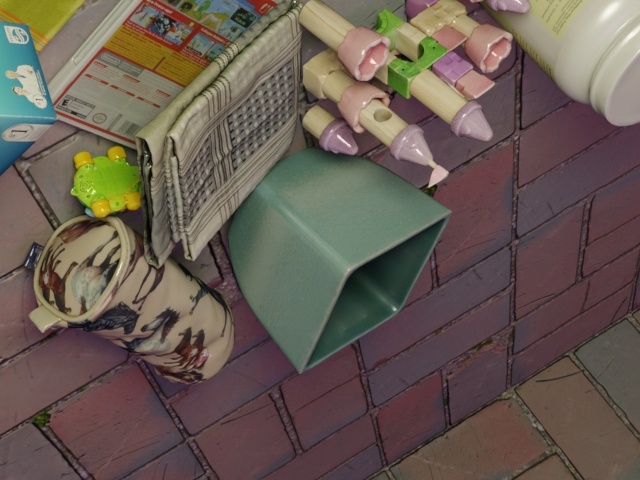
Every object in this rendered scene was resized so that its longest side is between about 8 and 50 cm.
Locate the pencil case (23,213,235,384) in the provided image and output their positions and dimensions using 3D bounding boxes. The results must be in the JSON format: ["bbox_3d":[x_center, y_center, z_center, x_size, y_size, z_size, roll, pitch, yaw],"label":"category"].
[{"bbox_3d":[-0.273,0.102,1.804,0.183,0.160,0.410,-42,151,2],"label":"pencil case"}]

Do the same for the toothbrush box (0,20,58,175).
[{"bbox_3d":[-0.461,-0.129,1.225,0.295,0.126,0.216,-4,157,-46],"label":"toothbrush box"}]

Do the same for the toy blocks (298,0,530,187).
[{"bbox_3d":[0.153,-0.212,1.645,0.288,0.260,0.309,-38,154,-25],"label":"toy blocks"}]

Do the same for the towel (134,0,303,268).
[{"bbox_3d":[-0.124,-0.132,1.598,0.324,0.056,0.312,-48,163,-28],"label":"towel"}]

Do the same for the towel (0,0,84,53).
[{"bbox_3d":[-0.314,-0.269,1.344,0.237,0.021,0.102,-46,155,9],"label":"towel"}]

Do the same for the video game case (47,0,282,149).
[{"bbox_3d":[-0.203,-0.242,1.517,0.285,0.025,0.204,-45,149,16],"label":"video game case"}]

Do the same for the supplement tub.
[{"bbox_3d":[0.380,-0.341,1.678,0.235,0.325,0.235,-26,150,-17],"label":"supplement tub"}]

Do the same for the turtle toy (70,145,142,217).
[{"bbox_3d":[-0.281,-0.075,1.624,0.130,0.095,0.066,-13,165,-33],"label":"turtle toy"}]

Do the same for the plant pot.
[{"bbox_3d":[0.000,0.000,1.829,0.248,0.252,0.247,-29,153,-40],"label":"plant pot"}]
